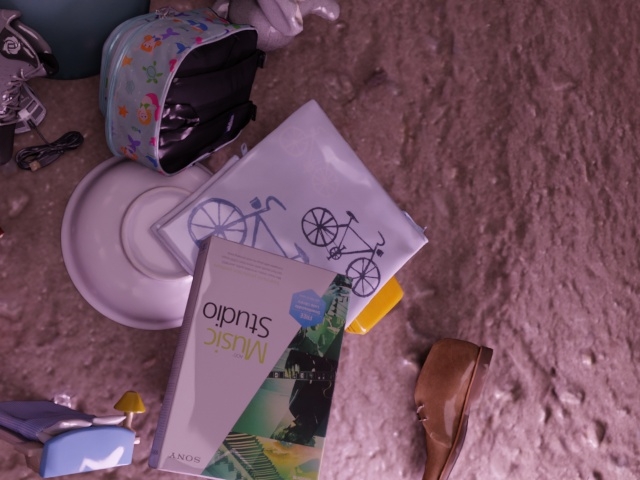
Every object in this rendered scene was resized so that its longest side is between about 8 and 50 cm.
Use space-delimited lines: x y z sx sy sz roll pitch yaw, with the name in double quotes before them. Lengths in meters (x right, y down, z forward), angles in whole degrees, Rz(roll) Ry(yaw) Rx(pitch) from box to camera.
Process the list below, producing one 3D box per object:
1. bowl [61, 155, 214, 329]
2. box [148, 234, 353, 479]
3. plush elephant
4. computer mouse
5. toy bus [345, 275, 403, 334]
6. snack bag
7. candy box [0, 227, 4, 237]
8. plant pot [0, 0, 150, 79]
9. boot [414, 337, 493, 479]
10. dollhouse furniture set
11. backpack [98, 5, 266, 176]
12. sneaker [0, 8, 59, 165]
"bowl" -0.246 -0.006 1.158 0.297 0.134 0.298 1 87 -21
"box" -0.089 0.177 1.049 0.232 0.058 0.322 17 74 -21
"plush elephant" -0.076 -0.425 1.190 0.329 0.271 0.256 -27 106 -23
"computer mouse" -0.459 -0.204 1.136 0.106 0.042 0.193 -36 106 -15
"toy bus" 0.000 0.000 1.256 0.108 0.130 0.333 -41 102 -17
"snack bag" -0.033 -0.011 1.156 0.342 0.037 0.323 -45 103 -18
"candy box" -0.601 -0.001 0.962 0.316 0.087 0.183 -29 99 10
"plant pot" -0.377 -0.408 1.076 0.292 0.235 0.293 2 86 -21
"boot" 0.216 0.327 1.359 0.115 0.112 0.306 17 84 10
"dollhouse furniture set" -0.433 0.189 1.030 0.303 0.286 0.198 11 87 -50
"backpack" -0.217 -0.222 1.099 0.191 0.225 0.253 22 34 9
"sneaker" -0.424 -0.208 1.026 0.132 0.086 0.229 0 120 2
